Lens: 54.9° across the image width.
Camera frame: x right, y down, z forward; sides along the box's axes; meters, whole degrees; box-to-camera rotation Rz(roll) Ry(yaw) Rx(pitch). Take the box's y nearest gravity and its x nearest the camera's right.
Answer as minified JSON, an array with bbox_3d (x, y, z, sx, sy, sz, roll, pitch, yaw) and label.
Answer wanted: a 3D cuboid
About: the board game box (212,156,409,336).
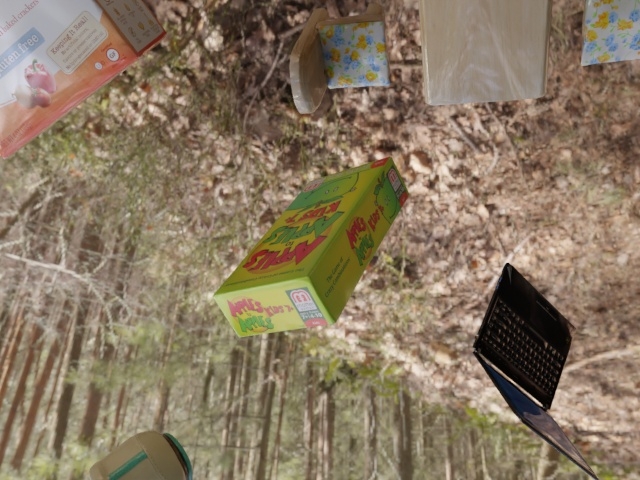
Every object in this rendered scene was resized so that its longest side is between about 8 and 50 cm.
[{"bbox_3d":[0.000,0.000,0.507,0.092,0.181,0.043,-13,116,34],"label":"board game box"}]

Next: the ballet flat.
[{"bbox_3d":[-0.154,0.265,0.538,0.086,0.086,0.249,3,123,1],"label":"ballet flat"}]

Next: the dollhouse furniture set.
[{"bbox_3d":[0.125,-0.273,0.474,0.362,0.256,0.394,-1,129,14],"label":"dollhouse furniture set"}]

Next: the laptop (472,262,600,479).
[{"bbox_3d":[0.374,0.206,1.004,0.234,0.264,0.136,39,157,-28],"label":"laptop"}]

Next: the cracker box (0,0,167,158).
[{"bbox_3d":[-0.248,-0.195,0.437,0.155,0.067,0.232,-27,114,24],"label":"cracker box"}]
